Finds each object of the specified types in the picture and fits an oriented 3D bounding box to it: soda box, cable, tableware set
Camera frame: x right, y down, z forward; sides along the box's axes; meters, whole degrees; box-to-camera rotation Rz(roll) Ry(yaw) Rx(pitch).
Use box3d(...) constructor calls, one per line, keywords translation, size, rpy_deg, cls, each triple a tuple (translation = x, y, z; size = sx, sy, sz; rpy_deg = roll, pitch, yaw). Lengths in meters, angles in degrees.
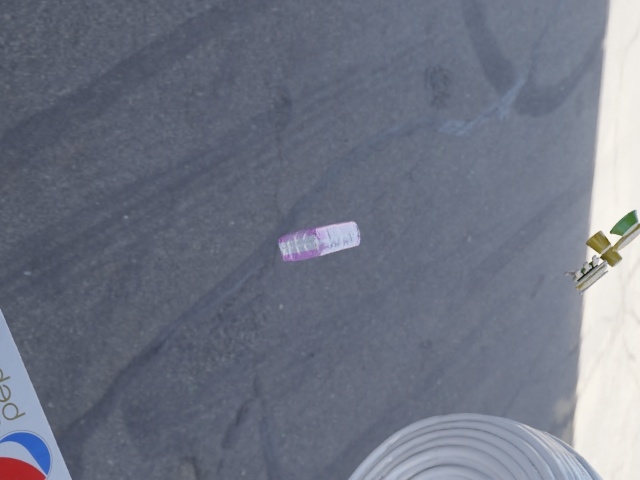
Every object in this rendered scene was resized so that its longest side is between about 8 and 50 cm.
box3d(translation=(-0.283, 0.160, 0.720), size=(0.074, 0.069, 0.216), rpy_deg=(-23, 91, -39), cls="soda box")
box3d(translation=(0.107, 0.253, 0.642), size=(0.089, 0.257, 0.257), rpy_deg=(39, 32, -29), cls="cable")
box3d(translation=(0.323, 0.011, 0.957), size=(0.104, 0.024, 0.154), rpy_deg=(-41, 157, 7), cls="tableware set")

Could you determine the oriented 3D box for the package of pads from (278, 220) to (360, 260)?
box3d(translation=(0.000, 0.000, 0.886), size=(0.083, 0.050, 0.031), rpy_deg=(-13, 94, -55), cls="package of pads")
